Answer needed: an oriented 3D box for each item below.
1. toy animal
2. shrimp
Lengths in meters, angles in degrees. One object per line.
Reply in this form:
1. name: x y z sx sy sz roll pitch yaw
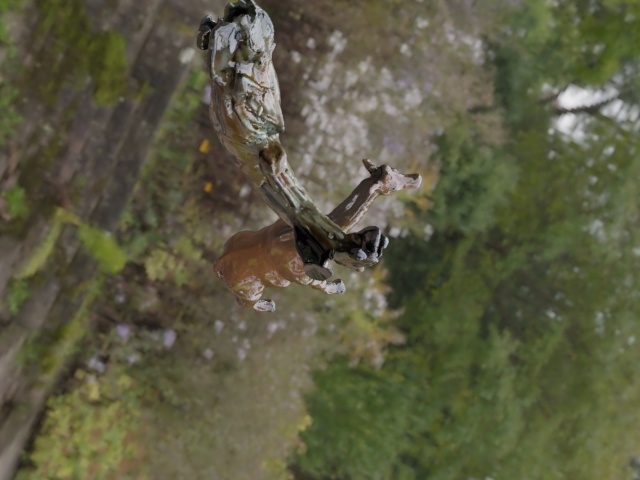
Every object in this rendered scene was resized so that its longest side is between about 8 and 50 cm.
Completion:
1. toy animal: 0.000 0.000 1.096 0.230 0.224 0.066 51 29 -64
2. shrimp: -0.021 -0.048 0.699 0.046 0.152 0.219 -34 159 -11
